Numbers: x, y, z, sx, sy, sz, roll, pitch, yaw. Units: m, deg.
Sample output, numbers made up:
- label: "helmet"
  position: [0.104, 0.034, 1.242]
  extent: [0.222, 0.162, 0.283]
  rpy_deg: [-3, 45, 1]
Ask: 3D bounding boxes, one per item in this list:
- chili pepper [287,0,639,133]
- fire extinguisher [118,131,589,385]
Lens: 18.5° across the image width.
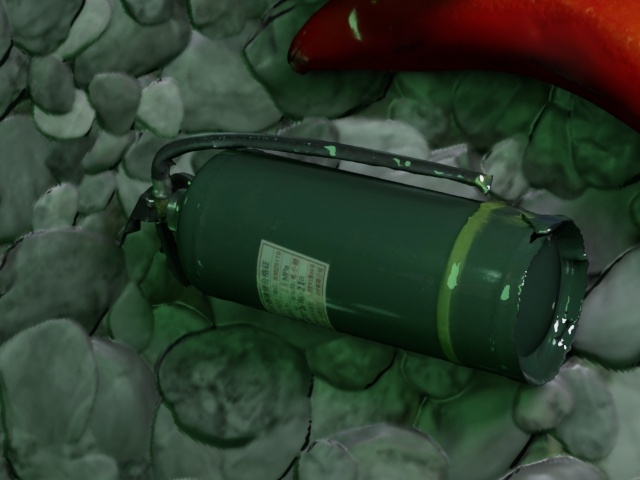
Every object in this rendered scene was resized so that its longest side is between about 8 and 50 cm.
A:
- label: "chili pepper"
  position: [0.145, -0.083, 1.045]
  extent: [0.368, 0.092, 0.137]
  rpy_deg: [31, 107, 37]
- label: "fire extinguisher"
  position: [0.000, 0.000, 1.094]
  extent: [0.294, 0.093, 0.118]
  rpy_deg: [14, 129, 30]
